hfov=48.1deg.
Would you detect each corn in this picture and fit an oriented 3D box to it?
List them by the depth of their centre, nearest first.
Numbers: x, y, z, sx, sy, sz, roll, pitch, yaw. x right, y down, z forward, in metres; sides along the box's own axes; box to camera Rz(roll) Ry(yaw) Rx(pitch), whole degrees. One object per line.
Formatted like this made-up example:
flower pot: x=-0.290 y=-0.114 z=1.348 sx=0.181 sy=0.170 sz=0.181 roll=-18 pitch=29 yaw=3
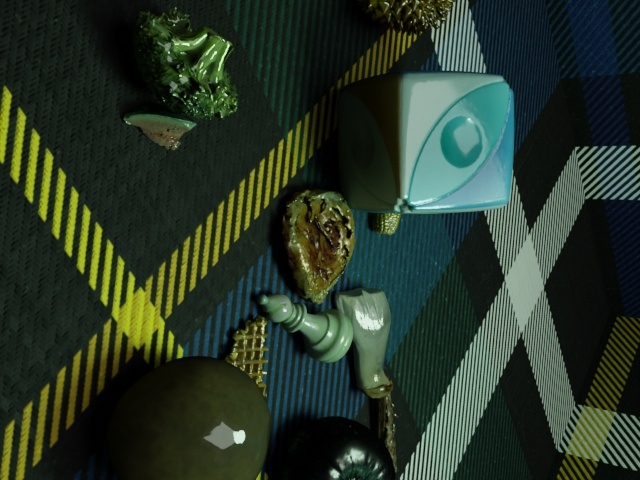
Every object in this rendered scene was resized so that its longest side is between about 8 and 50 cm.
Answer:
corn: x=0.210 y=-0.172 z=2.068 sx=0.097 sy=0.097 sz=0.320 roll=19 pitch=81 yaw=-51

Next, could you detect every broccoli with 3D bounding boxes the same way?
broccoli: x=-0.255 y=-0.334 z=1.381 sx=0.198 sy=0.226 sz=0.176 roll=-80 pitch=-168 yaw=-56

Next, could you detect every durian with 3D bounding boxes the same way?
durian: x=0.231 y=-0.726 z=1.875 sx=0.347 sy=0.347 sz=0.384 roll=-51 pitch=121 yaw=-36

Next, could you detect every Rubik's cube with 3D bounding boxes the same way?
Rubik's cube: x=0.262 y=-0.244 z=1.846 sx=0.351 sy=0.352 sz=0.347 roll=-4 pitch=96 yaw=-27

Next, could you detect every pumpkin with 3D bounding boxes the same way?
pumpkin: x=0.039 y=0.595 z=1.820 sx=0.315 sy=0.238 sz=0.315 roll=-1 pitch=92 yaw=-34

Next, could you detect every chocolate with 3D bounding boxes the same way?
chocolate: x=0.190 y=0.571 z=2.143 sx=0.102 sy=0.065 sz=0.329 roll=-26 pitch=116 yaw=-63

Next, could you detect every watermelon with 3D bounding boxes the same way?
watermelon: x=-0.309 y=-0.232 z=1.422 sx=0.155 sy=0.101 sz=0.080 roll=26 pitch=84 yaw=-40

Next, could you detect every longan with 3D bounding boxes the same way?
longan: x=-0.249 y=0.375 z=1.395 sx=0.319 sy=0.319 sz=0.319 roll=-7 pitch=99 yaw=-51

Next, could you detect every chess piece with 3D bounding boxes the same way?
chess piece: x=-0.053 y=0.196 z=1.765 sx=0.272 sy=0.139 sz=0.139 roll=32 pitch=68 yaw=-36

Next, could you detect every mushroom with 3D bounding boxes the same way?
mushroom: x=0.126 y=0.283 z=2.006 sx=0.159 sy=0.122 sz=0.328 roll=-10 pitch=103 yaw=-13

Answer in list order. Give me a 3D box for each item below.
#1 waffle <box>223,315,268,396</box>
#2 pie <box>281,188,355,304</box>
waffle: x=-0.161 y=0.287 z=1.678 sx=0.160 sy=0.046 sz=0.192 roll=-45 pitch=127 yaw=-39
pie: x=-0.001 y=0.000 z=1.823 sx=0.308 sy=0.085 sz=0.308 roll=-5 pitch=96 yaw=-52
